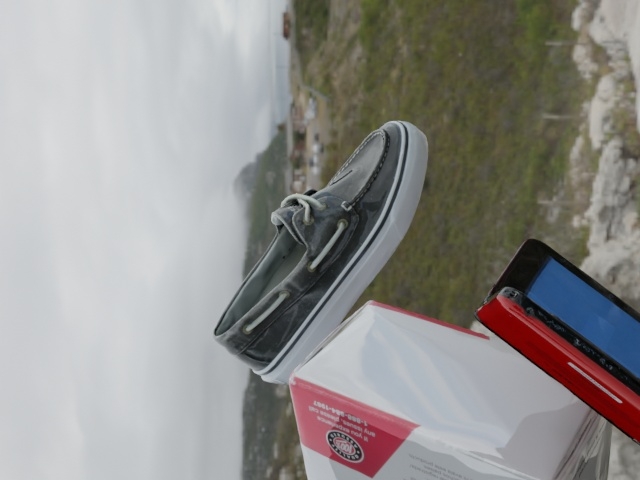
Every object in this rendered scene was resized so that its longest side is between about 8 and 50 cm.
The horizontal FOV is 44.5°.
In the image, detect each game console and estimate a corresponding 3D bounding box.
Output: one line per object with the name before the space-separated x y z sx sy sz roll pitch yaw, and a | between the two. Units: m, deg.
game console | 0.179 0.057 0.487 0.085 0.144 0.124 -51 -9 -10

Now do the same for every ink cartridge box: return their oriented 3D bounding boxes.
ink cartridge box | 0.113 0.228 0.662 0.131 0.226 0.306 -42 -45 -40

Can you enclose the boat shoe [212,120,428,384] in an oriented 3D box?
boat shoe | 0.000 0.000 0.867 0.335 0.119 0.121 -60 26 -4
